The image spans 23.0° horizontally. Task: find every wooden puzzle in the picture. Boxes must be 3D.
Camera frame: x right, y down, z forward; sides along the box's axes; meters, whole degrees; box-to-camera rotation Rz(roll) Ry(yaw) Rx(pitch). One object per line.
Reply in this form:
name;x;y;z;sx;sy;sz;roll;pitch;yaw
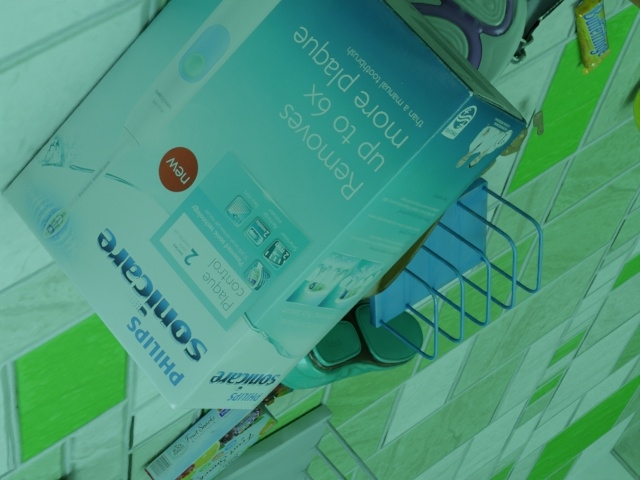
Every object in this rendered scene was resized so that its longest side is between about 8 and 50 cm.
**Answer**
wooden puzzle;-0.040;0.165;1.826;0.049;0.006;0.083;-16;147;-48

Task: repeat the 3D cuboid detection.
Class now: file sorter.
file sorter;-0.047;0.382;2.009;0.193;0.173;0.277;-28;155;-33
file sorter;0.149;0.034;1.723;0.170;0.104;0.118;-30;137;-27

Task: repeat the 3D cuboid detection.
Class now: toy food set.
toy food set;0.182;-0.101;1.679;0.122;0.019;0.078;-32;158;-4

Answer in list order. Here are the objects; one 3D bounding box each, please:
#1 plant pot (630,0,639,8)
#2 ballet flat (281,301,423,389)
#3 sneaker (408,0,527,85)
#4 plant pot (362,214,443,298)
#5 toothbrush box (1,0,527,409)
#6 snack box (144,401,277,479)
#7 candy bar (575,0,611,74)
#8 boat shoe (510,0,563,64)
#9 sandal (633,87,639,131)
plant pot;0.415;-0.302;1.365;0.291;0.291;0.203;-23;136;-41
ballet flat;0.022;0.119;1.768;0.087;0.083;0.247;-25;169;31
sneaker;0.037;-0.095;1.223;0.305;0.114;0.152;-44;173;12
plant pot;0.097;-0.034;1.542;0.236;0.032;0.236;-54;171;-12
toothbrush box;-0.042;-0.056;1.099;0.295;0.216;0.126;-46;158;14
snack box;-0.122;0.230;1.766;0.141;0.037;0.100;-41;160;-1
candy bar;0.282;-0.216;1.627;0.040;0.018;0.161;-41;160;-2
boat shoe;0.164;-0.174;1.379;0.075;0.065;0.206;0;148;-47
sandal;0.503;-0.238;1.847;0.138;0.126;0.317;-20;158;-52
